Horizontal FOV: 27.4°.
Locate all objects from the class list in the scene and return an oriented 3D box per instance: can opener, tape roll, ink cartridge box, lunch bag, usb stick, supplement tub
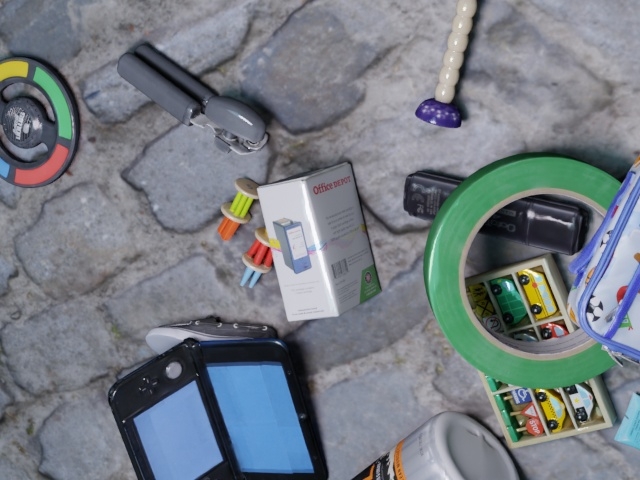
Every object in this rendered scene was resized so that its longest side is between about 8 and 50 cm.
[{"bbox_3d":[-0.196,-0.234,2.082,0.283,0.076,0.095,37,135,16],"label":"can opener"},{"bbox_3d":[0.304,0.041,1.813,0.321,0.077,0.321,0,100,-2],"label":"tape roll"},{"bbox_3d":[0.000,0.000,1.994,0.093,0.154,0.212,-8,99,30],"label":"ink cartridge box"},{"bbox_3d":[0.466,0.030,1.722,0.243,0.115,0.303,25,95,-5],"label":"lunch bag"},{"bbox_3d":[0.253,-0.042,1.918,0.278,0.045,0.077,14,116,24],"label":"usb stick"},{"bbox_3d":[0.135,0.417,1.998,0.316,0.193,0.193,-43,80,28],"label":"supplement tub"}]

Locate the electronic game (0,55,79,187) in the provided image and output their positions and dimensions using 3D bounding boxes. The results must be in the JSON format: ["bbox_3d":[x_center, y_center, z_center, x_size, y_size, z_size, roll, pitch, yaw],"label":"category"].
[{"bbox_3d":[-0.513,-0.204,2.275,0.229,0.048,0.229,6,104,26],"label":"electronic game"}]

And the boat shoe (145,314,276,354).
[{"bbox_3d":[-0.177,0.159,2.171,0.228,0.076,0.080,2,135,26],"label":"boat shoe"}]

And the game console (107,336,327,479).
[{"bbox_3d":[-0.162,0.316,2.104,0.173,0.250,0.293,17,131,50],"label":"game console"}]

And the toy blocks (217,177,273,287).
[{"bbox_3d":[-0.118,-0.008,2.112,0.123,0.054,0.148,36,115,15],"label":"toy blocks"}]

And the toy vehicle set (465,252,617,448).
[{"bbox_3d":[0.307,0.164,1.927,0.166,0.035,0.267,-20,97,30],"label":"toy vehicle set"}]

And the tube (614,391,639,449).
[{"bbox_3d":[0.521,0.294,1.856,0.207,0.052,0.080,26,107,26],"label":"tube"}]

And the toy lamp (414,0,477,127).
[{"bbox_3d":[0.198,-0.301,1.869,0.080,0.080,0.275,22,110,21],"label":"toy lamp"}]
